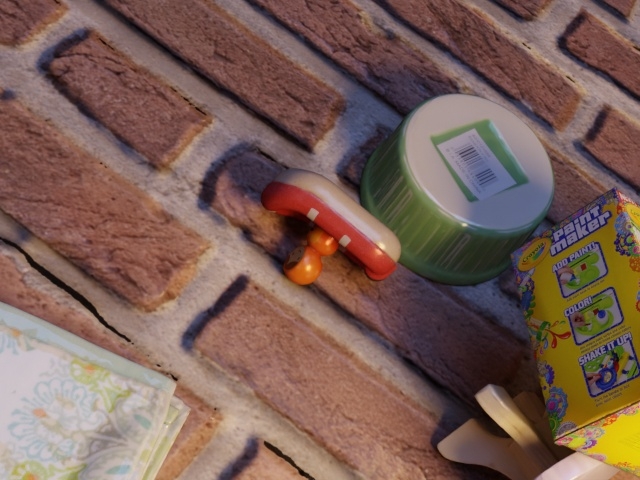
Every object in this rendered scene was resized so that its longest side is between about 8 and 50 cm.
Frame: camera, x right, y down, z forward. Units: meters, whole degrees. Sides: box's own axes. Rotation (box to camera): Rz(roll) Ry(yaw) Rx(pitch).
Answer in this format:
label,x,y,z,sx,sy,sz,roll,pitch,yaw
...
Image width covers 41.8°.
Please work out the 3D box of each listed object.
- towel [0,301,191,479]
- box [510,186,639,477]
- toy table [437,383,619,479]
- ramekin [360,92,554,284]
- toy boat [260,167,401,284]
label,x,y,z,sx,sy,sz,roll,pitch,yaw
towel,-0.384,0.252,1.011,0.374,0.090,0.320,25,57,-4
box,0.422,0.136,1.068,0.290,0.177,0.279,26,42,-31
toy table,0.304,0.278,1.156,0.252,0.274,0.161,-35,63,3
ramekin,0.231,-0.094,1.371,0.303,0.148,0.303,8,60,-14
toy boat,0.000,0.000,1.267,0.231,0.151,0.151,39,87,5
